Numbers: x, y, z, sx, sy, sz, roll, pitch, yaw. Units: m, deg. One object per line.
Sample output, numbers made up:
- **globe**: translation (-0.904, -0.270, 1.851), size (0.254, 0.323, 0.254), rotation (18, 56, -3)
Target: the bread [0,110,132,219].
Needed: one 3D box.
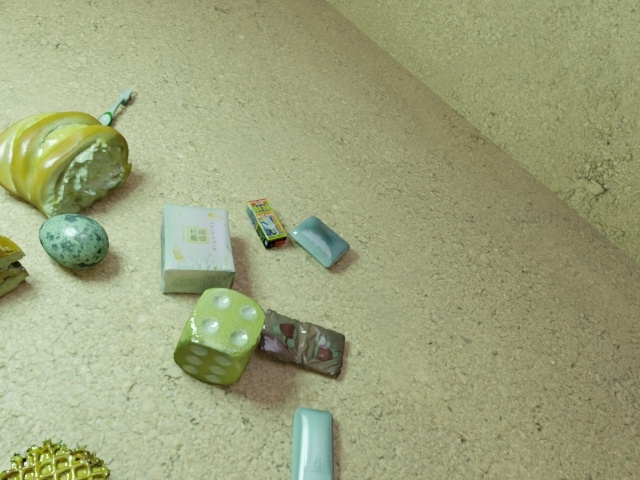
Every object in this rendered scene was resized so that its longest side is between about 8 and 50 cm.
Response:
- **bread**: translation (-0.690, -0.231, 1.268), size (0.270, 0.211, 0.315), rotation (38, 48, 7)

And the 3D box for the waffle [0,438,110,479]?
- **waffle**: translation (-0.491, 0.467, 0.863), size (0.193, 0.070, 0.197), rotation (20, 42, -11)

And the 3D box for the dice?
- **dice**: translation (-0.239, 0.230, 1.134), size (0.166, 0.169, 0.169), rotation (24, 44, -6)

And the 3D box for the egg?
- **egg**: translation (-0.612, -0.001, 1.171), size (0.172, 0.132, 0.132), rotation (20, 44, 5)

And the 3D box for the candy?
- **candy**: translation (0.000, 0.000, 1.536), size (0.174, 0.071, 0.138), rotation (40, 45, 11)

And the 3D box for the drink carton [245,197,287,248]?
- **drink carton**: translation (-0.174, -0.054, 1.506), size (0.071, 0.056, 0.165), rotation (-15, 59, -27)

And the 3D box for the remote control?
- **remote control**: translation (-0.013, 0.527, 1.074), size (0.103, 0.051, 0.293), rotation (15, 47, -16)

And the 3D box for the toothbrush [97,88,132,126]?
- **toothbrush**: translation (-0.702, -0.375, 1.522), size (0.042, 0.040, 0.418), rotation (24, 45, -13)

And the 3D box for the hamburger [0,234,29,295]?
- **hamburger**: translation (-0.800, 0.064, 1.004), size (0.156, 0.144, 0.283), rotation (46, 48, 16)

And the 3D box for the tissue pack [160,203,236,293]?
- **tissue pack**: translation (-0.340, 0.023, 1.298), size (0.185, 0.124, 0.225), rotation (3, 50, -23)

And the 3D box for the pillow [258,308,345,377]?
- **pillow**: translation (-0.048, 0.281, 1.279), size (0.248, 0.049, 0.135), rotation (21, 46, -16)
